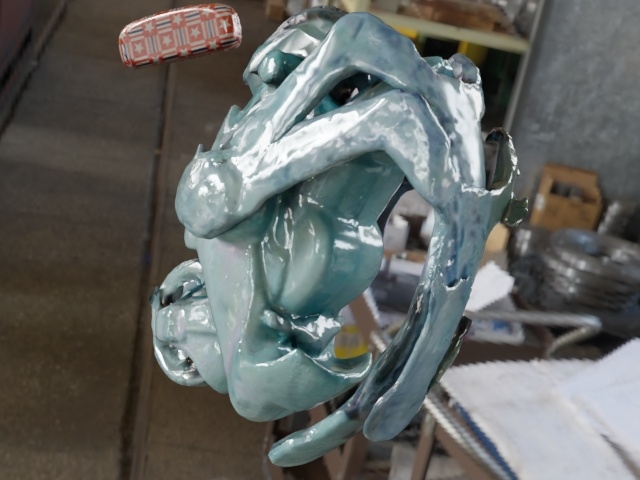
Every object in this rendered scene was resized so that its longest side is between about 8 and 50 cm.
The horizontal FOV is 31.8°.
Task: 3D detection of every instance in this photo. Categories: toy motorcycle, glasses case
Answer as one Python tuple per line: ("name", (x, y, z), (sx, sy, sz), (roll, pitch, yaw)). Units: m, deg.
("toy motorcycle", (0.000, 0.000, 0.652), (0.206, 0.260, 0.154), (34, 16, 36))
("glasses case", (-0.200, -0.293, 1.606), (0.194, 0.073, 0.049), (-7, 8, 26))
